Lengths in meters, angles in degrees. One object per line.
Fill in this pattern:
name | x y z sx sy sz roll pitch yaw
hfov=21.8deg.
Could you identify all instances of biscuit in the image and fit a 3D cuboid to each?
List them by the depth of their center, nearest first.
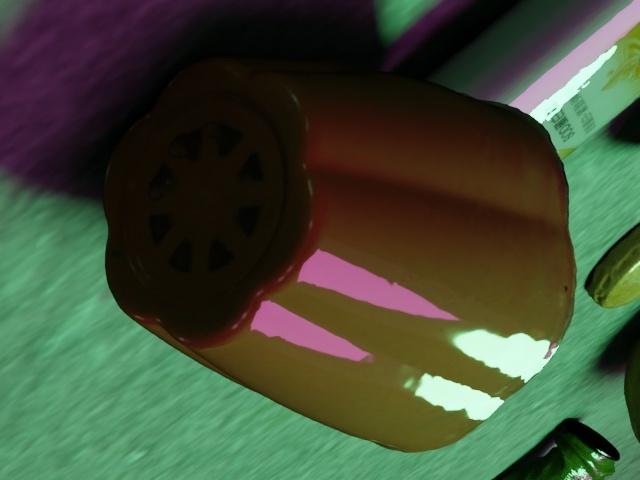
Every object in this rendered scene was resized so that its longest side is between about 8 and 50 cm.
biscuit | 0.362 -0.048 1.427 0.324 0.049 0.205 -40 160 8

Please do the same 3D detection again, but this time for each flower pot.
flower pot | 0.000 0.000 0.776 0.190 0.191 0.173 -47 147 21

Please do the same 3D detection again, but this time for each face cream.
face cream | 0.087 -0.059 0.925 0.291 0.071 0.144 -39 159 3

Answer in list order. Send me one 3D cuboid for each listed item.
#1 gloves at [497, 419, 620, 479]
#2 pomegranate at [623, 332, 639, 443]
gloves | 0.225 0.313 1.865 0.135 0.107 0.268 28 119 -33
pomegranate | 0.451 0.151 1.681 0.281 0.281 0.281 -32 158 -15
